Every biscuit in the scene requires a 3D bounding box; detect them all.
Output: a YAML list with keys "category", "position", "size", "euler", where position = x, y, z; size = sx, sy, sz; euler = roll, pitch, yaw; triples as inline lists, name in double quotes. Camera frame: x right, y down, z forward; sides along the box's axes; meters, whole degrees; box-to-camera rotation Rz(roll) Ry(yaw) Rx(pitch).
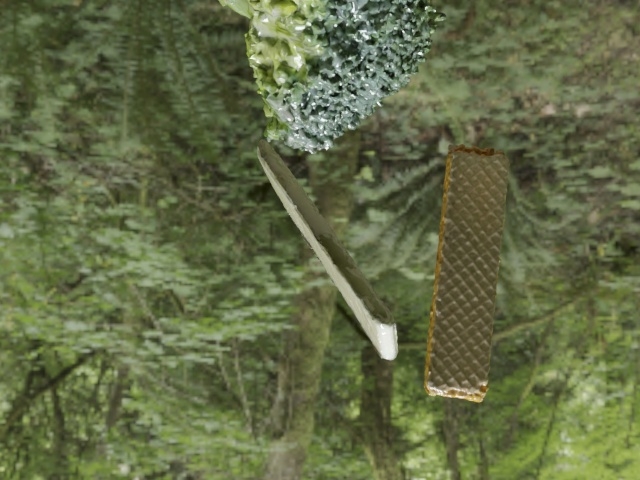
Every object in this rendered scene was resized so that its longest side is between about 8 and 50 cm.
- category: "biscuit"
  position: [0.214, 0.040, 1.253]
  size: [0.094, 0.379, 0.054]
  euler: [8, 169, -1]

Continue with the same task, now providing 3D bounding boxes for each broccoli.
- category: "broccoli"
  position: [-0.057, -0.289, 0.902]
  size: [0.353, 0.397, 0.275]
  euler: [-29, -170, 39]

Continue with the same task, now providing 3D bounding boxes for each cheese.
- category: "cheese"
  position: [0.002, -0.002, 1.167]
  size: [0.034, 0.400, 0.085]
  euler: [-26, 137, -10]
